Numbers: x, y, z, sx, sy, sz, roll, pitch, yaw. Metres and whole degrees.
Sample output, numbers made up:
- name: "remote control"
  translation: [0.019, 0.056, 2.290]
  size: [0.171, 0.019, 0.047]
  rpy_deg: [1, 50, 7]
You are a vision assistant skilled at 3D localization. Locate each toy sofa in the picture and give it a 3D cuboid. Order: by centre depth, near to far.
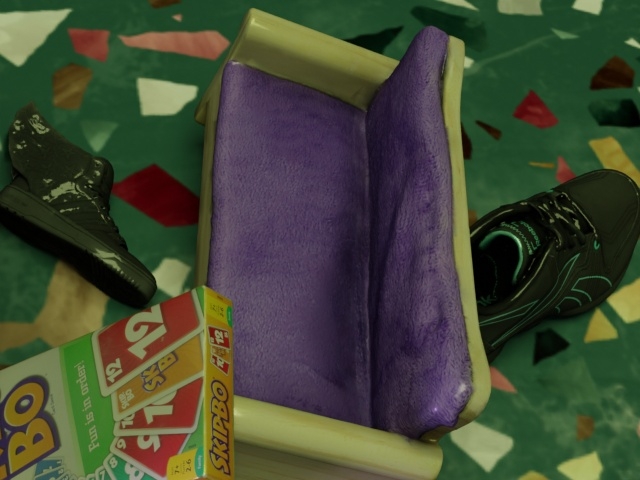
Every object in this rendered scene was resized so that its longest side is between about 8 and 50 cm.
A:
- name: "toy sofa"
  translation: [0.000, 0.000, 0.981]
  size: [0.150, 0.177, 0.362]
  rpy_deg: [16, 49, -19]

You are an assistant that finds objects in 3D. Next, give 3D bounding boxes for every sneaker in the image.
- name: "sneaker"
  translation: [-0.176, -0.028, 1.069]
  size: [0.170, 0.051, 0.089]
  rpy_deg: [30, 61, 11]
- name: "sneaker"
  translation: [0.168, 0.014, 1.094]
  size: [0.267, 0.106, 0.101]
  rpy_deg: [-35, 70, -31]

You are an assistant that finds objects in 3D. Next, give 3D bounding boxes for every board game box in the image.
- name: "board game box"
  translation: [-0.162, 0.126, 0.882]
  size: [0.039, 0.259, 0.124]
  rpy_deg: [33, 43, -43]
